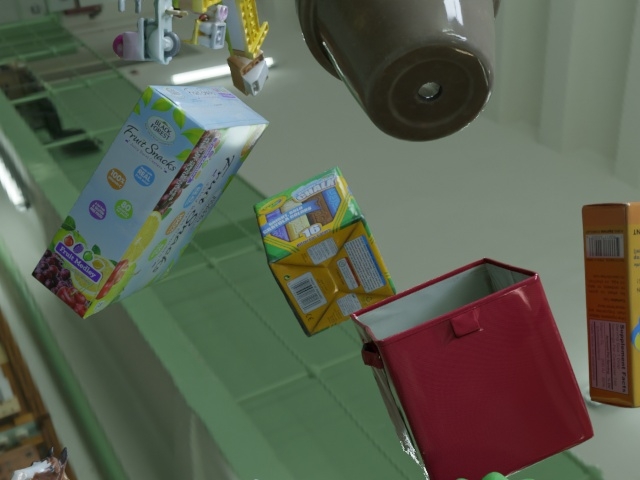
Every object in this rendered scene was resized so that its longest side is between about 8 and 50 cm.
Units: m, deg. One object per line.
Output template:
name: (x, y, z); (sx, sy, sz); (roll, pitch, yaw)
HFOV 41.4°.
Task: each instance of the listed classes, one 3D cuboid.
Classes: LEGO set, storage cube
LEGO set: (-0.129, -0.226, 0.829); (0.287, 0.107, 0.132); (-16, 120, -76)
storage cube: (0.168, 0.149, 0.969); (0.183, 0.214, 0.193); (-151, -140, -81)

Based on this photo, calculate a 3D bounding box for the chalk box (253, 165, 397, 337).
chalk box: (0.000, 0.000, 1.533); (0.289, 0.179, 0.180); (-109, 174, -60)

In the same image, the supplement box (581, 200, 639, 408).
supplement box: (0.358, 0.072, 0.981); (0.080, 0.078, 0.234); (4, -84, 64)

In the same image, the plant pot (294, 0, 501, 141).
plant pot: (0.106, -0.245, 1.016); (0.263, 0.262, 0.229); (101, -14, -47)

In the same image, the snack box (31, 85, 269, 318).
snack box: (-0.152, -0.043, 0.792); (0.070, 0.174, 0.207); (39, -74, 5)

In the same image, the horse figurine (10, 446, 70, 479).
horse figurine: (-0.218, 0.307, 0.630); (0.066, 0.174, 0.263); (-26, -96, 21)

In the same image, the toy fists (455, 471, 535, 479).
toy fists: (0.238, 0.327, 0.810); (0.279, 0.142, 0.096); (23, -48, 14)
